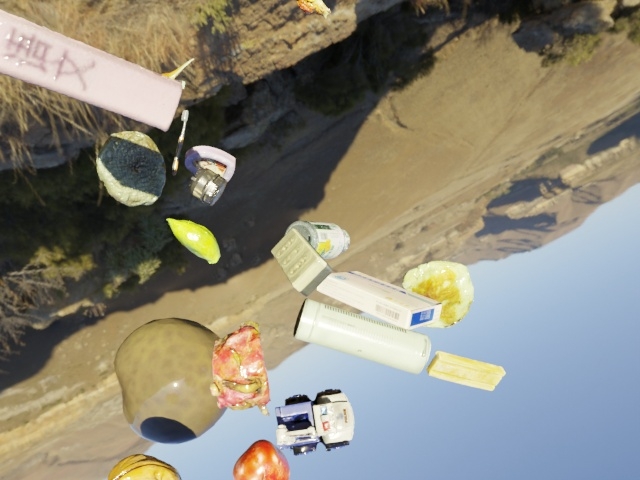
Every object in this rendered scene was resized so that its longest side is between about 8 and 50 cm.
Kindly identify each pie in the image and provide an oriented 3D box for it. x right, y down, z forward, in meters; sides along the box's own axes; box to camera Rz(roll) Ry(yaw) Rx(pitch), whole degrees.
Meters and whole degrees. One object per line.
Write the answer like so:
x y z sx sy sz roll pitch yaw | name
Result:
0.400 0.193 1.606 0.257 0.274 0.105 8 -151 2 | pie

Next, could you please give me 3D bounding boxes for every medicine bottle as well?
0.000 0.000 1.734 0.141 0.141 0.293 -31 164 27 | medicine bottle

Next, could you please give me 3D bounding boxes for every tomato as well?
-0.190 0.710 1.441 0.187 0.151 0.187 -7 134 -8 | tomato

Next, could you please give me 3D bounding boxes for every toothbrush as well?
-0.680 -0.472 2.242 0.031 0.321 0.023 10 -179 36 | toothbrush

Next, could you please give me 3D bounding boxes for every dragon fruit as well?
-0.215 0.351 1.214 0.147 0.282 0.211 -7 -163 -14 | dragon fruit

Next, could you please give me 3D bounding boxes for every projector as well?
0.104 0.243 1.177 0.337 0.108 0.108 18 164 -6 | projector

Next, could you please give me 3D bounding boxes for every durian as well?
-0.496 -0.003 1.828 0.139 0.250 0.101 -11 -135 47 | durian

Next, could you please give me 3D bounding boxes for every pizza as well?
-0.052 -0.645 1.205 0.053 0.193 0.201 -43 156 17 | pizza

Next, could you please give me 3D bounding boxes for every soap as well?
0.489 0.442 1.564 0.037 0.252 0.092 -95 -157 -61 | soap

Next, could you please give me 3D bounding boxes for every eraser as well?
-0.503 -0.360 0.980 0.359 0.272 0.122 16 101 -35 | eraser

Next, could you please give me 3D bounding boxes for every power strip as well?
-0.061 0.053 1.304 0.105 0.070 0.257 -45 -152 1 | power strip

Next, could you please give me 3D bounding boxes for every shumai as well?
-0.845 -0.311 1.977 0.263 0.309 0.304 13 -179 43 | shumai

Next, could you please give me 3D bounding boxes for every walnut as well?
-0.400 0.561 1.046 0.144 0.144 0.180 -31 134 27 | walnut

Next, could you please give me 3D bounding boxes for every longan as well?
-0.471 0.450 1.508 0.404 0.405 0.336 -26 180 -9 | longan

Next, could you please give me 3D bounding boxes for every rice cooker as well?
-0.379 -0.182 1.567 0.112 0.106 0.165 -58 180 0 | rice cooker

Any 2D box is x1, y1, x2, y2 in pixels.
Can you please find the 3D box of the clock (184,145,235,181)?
-0.395 -0.283 1.702 0.172 0.064 0.198 -12 149 7 | clock

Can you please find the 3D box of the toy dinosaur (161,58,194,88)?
-0.507 -0.512 1.497 0.212 0.142 0.057 -49 138 -26 | toy dinosaur

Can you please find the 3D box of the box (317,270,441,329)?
0.182 0.178 1.453 0.343 0.065 0.200 19 -168 40 | box

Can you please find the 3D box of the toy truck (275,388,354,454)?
-0.015 0.485 1.241 0.213 0.161 0.177 -10 157 -2 | toy truck
